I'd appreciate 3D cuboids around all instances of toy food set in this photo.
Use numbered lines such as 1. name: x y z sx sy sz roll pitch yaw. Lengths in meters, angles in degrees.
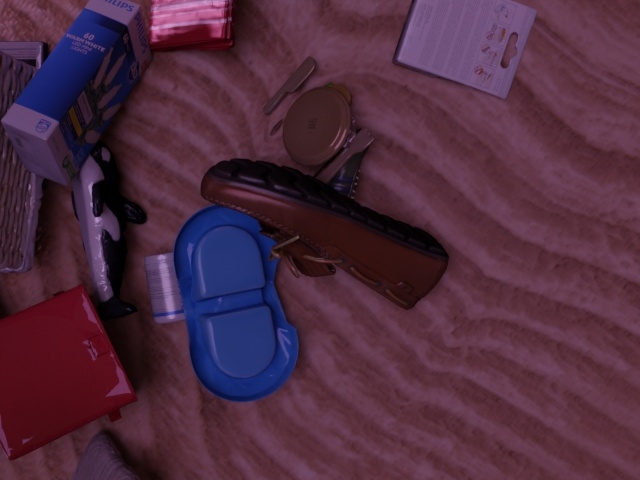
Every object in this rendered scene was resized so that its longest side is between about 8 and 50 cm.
1. toy food set: 0.001 -0.173 1.294 0.132 0.039 0.192 -44 58 18

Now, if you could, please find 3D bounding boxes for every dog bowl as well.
1. dog bowl: -0.134 0.093 1.302 0.166 0.074 0.297 -10 90 -19

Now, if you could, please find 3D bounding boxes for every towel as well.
1. towel: -0.186 -0.421 1.293 0.199 0.031 0.274 8 94 43
2. towel: -0.357 0.465 1.335 0.187 0.049 0.282 31 97 48

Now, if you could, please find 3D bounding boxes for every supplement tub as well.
1. supplement tub: -0.234 0.072 1.343 0.071 0.071 0.107 -9 92 9

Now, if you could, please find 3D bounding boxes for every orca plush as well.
1. orca plush: -0.313 -0.025 1.336 0.102 0.151 0.287 -10 73 -26

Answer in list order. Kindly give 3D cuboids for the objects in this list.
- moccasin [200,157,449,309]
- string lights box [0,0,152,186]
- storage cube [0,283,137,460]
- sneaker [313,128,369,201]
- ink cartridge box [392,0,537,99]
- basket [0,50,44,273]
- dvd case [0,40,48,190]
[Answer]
1. moccasin: -0.001 -0.001 1.224 0.380 0.139 0.147 23 107 -30
2. string lights box: -0.350 -0.225 1.264 0.077 0.133 0.259 23 66 8
3. storage cube: -0.404 0.198 1.284 0.193 0.184 0.214 -25 88 -18
4. sneaker: 0.026 -0.072 1.308 0.086 0.064 0.192 41 93 -9
5. ink cartridge box: 0.214 -0.307 1.286 0.179 0.045 0.145 18 94 -11
6. basket: -0.606 -0.132 1.248 0.329 0.266 0.331 3 82 10
7. dvd case: -0.531 -0.203 1.399 0.180 0.029 0.238 2 92 9
